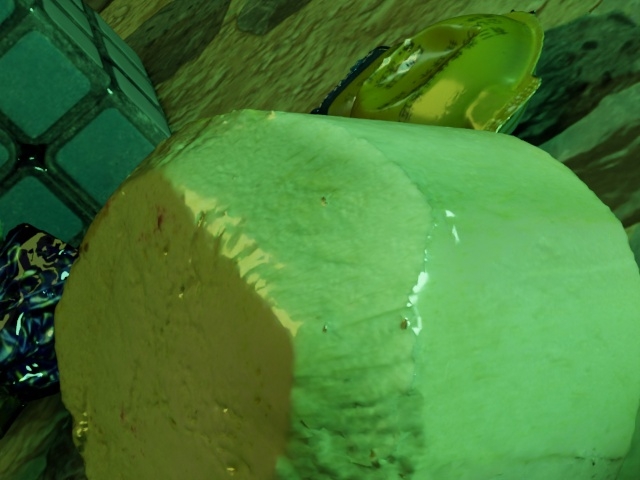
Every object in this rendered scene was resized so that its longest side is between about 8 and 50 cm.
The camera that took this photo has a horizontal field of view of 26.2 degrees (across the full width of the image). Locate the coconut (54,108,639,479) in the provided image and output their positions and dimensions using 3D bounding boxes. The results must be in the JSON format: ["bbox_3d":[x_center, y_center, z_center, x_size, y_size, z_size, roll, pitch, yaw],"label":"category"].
[{"bbox_3d":[0.024,0.057,0.652,0.239,0.244,0.239,-2,88,49],"label":"coconut"}]

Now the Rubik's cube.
[{"bbox_3d":[-0.355,-0.134,1.334,0.305,0.301,0.304,-41,27,7],"label":"Rubik's cube"}]

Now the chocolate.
[{"bbox_3d":[-0.261,0.143,1.013,0.343,0.126,0.148,-57,12,-21],"label":"chocolate"}]

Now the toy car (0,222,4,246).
[{"bbox_3d":[-0.309,0.023,1.078,0.097,0.321,0.141,17,41,17],"label":"toy car"}]

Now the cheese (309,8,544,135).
[{"bbox_3d":[0.067,-0.103,0.974,0.177,0.069,0.270,-48,25,-8],"label":"cheese"}]
